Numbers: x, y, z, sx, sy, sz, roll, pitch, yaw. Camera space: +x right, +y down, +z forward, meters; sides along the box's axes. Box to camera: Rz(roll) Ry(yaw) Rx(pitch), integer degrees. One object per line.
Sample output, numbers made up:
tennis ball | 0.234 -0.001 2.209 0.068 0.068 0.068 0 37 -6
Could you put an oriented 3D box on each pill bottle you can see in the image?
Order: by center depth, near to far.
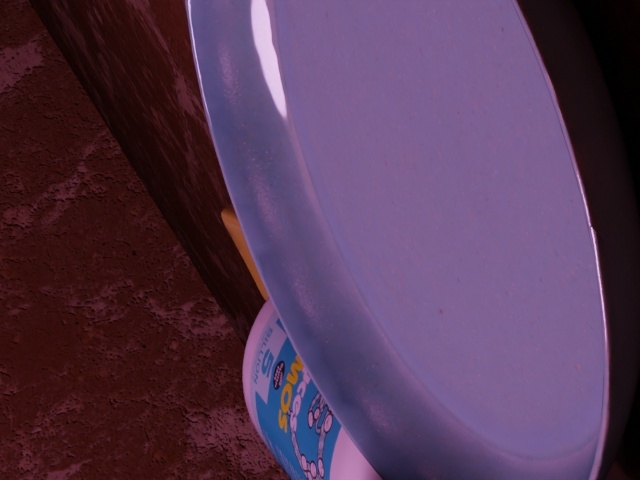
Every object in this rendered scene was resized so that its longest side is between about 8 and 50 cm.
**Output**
pill bottle | 0.059 0.098 0.837 0.146 0.146 0.264 62 171 -20

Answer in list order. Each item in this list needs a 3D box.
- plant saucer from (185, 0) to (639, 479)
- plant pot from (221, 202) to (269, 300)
plant saucer | 0.031 -0.034 0.638 0.317 0.044 0.317 52 154 40
plant pot | 0.000 0.000 1.098 0.083 0.081 0.081 26 148 53
